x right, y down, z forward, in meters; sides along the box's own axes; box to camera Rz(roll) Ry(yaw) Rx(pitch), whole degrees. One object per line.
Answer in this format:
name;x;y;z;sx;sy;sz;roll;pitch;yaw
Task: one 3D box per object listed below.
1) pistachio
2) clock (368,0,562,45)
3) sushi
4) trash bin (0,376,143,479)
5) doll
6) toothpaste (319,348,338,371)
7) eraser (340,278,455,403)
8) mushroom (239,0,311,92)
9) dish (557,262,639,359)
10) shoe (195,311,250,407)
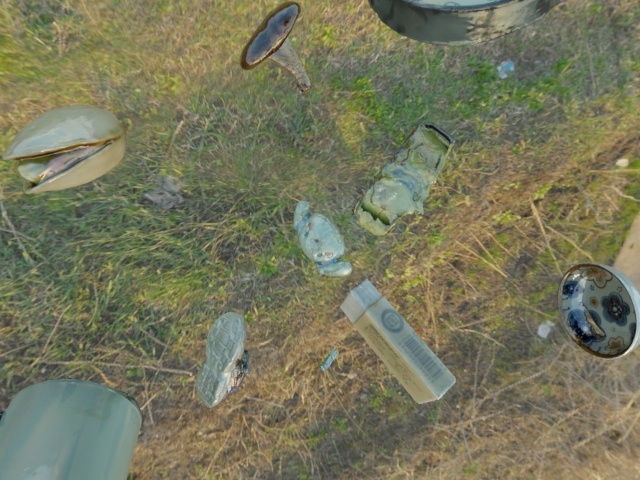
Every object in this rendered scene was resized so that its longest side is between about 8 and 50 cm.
pistachio;-0.439;-0.164;0.719;0.144;0.215;0.143;12;130;14
clock;0.229;-0.449;0.632;0.326;0.067;0.324;-4;68;10
sushi;0.203;-0.132;0.937;0.139;0.131;0.290;37;80;8
trash bin;-0.422;0.387;0.625;0.278;0.262;0.217;16;120;-17
doll;0.000;0.000;0.983;0.104;0.072;0.213;-33;90;29
toothpaste;0.026;0.360;1.223;0.020;0.017;0.083;58;41;-7
eraser;0.196;0.272;1.093;0.078;0.144;0.343;-33;74;-24
mushroom;-0.089;-0.527;1.154;0.218;0.147;0.227;36;115;-27
dish;0.435;0.099;0.599;0.078;0.141;0.140;-5;98;-10
shoe;-0.200;0.276;0.944;0.126;0.099;0.227;11;104;-49
